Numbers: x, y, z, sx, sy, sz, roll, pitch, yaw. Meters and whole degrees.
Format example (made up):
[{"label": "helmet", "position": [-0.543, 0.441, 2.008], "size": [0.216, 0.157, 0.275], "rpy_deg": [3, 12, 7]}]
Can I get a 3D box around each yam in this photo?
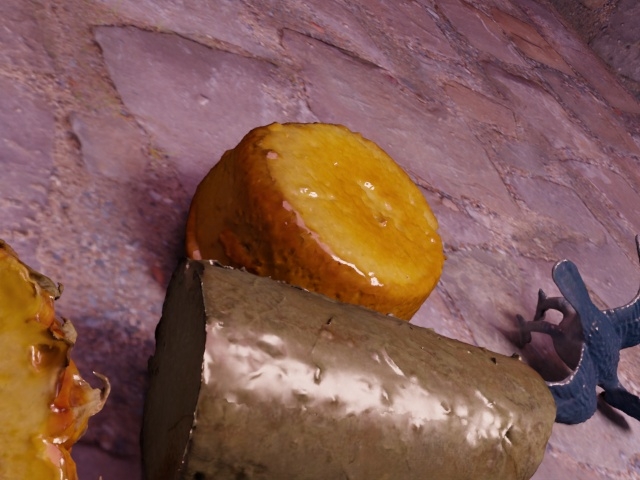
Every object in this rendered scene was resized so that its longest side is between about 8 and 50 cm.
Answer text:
[{"label": "yam", "position": [0.020, 0.125, 0.554], "size": [0.304, 0.168, 0.168], "rpy_deg": [21, 36, -26]}]

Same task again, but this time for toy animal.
[{"label": "toy animal", "position": [0.323, 0.118, 0.885], "size": [0.176, 0.239, 0.255], "rpy_deg": [27, -23, 34]}]

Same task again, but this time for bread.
[{"label": "bread", "position": [0.000, 0.000, 0.712], "size": [0.268, 0.145, 0.268], "rpy_deg": [28, 36, -23]}]

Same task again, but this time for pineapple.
[{"label": "pineapple", "position": [-0.170, 0.093, 0.404], "size": [0.140, 0.164, 0.249], "rpy_deg": [-7, 70, 4]}]
